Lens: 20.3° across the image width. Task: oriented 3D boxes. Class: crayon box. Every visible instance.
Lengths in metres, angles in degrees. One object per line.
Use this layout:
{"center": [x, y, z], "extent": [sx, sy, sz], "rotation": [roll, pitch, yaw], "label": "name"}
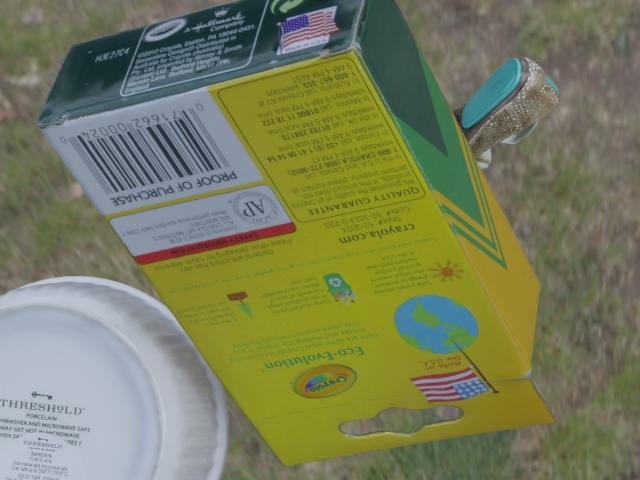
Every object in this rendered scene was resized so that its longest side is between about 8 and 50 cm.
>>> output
{"center": [0.000, 0.000, 1.071], "extent": [0.202, 0.318, 0.081], "rotation": [-11, 41, 24], "label": "crayon box"}

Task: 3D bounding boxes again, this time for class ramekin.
{"center": [-0.168, 0.123, 1.160], "extent": [0.207, 0.109, 0.207], "rotation": [-1, 85, 6], "label": "ramekin"}

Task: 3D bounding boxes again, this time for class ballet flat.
{"center": [0.150, -0.099, 1.700], "extent": [0.067, 0.206, 0.073], "rotation": [26, 52, -26], "label": "ballet flat"}
